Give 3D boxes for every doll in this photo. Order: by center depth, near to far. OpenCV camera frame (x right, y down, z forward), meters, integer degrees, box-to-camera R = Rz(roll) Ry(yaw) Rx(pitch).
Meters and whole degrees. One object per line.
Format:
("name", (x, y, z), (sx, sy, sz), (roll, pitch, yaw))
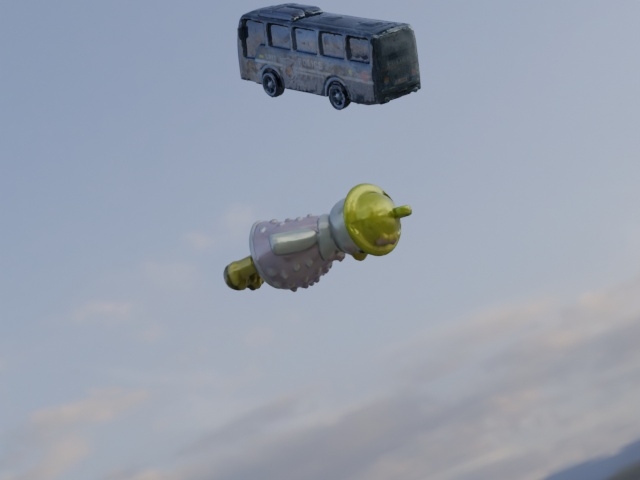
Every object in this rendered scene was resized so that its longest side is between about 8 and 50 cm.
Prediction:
("doll", (0.000, 0.000, 1.477), (0.207, 0.081, 0.129), (-20, -11, 27))

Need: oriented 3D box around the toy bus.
("toy bus", (0.003, -0.135, 1.080), (0.047, 0.065, 0.166), (-22, 25, -35))
